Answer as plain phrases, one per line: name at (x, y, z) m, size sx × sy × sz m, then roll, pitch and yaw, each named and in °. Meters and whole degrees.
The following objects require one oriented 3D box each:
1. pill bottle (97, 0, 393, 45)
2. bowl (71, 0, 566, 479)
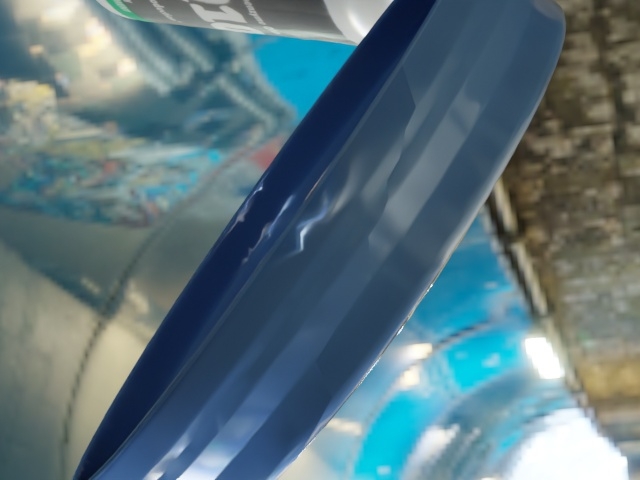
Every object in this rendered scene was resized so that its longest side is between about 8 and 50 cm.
pill bottle at (-0.009, -0.263, 1.342) m, size 0.204 × 0.361 × 0.204 m, roll -25°, pitch -61°, yaw -55°
bowl at (0.000, 0.000, 0.936) m, size 0.391 × 0.077 × 0.391 m, roll -54°, pitch 6°, yaw 8°
